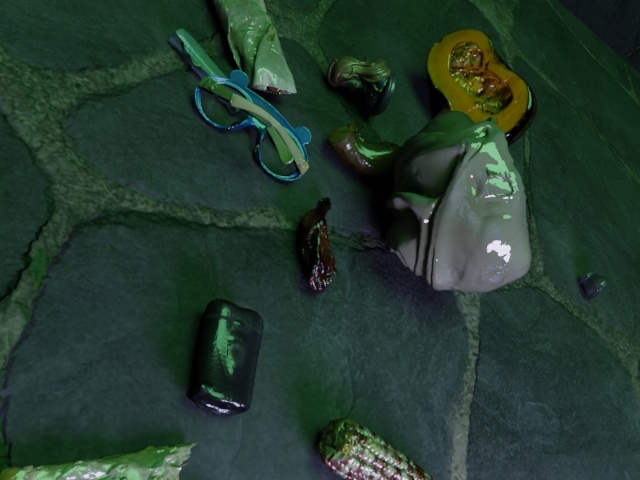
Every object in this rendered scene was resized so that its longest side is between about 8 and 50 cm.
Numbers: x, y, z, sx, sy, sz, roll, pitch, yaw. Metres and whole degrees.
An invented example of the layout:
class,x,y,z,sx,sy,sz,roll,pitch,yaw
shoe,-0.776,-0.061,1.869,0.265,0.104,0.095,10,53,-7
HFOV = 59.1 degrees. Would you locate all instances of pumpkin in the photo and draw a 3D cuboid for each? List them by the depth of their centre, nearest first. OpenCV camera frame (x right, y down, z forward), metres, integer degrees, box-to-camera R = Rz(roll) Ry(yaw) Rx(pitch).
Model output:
class,x,y,z,sx,sy,sz,roll,pitch,yaw
pumpkin,0.409,-0.359,1.473,0.325,0.242,0.232,64,15,20

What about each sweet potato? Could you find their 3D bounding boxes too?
class,x,y,z,sx,sy,sz,roll,pitch,yaw
sweet potato,0.139,-0.176,1.181,0.285,0.085,0.112,5,55,-38

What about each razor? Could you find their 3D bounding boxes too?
class,x,y,z,sx,sy,sz,roll,pitch,yaw
razor,-0.125,0.157,0.757,0.090,0.054,0.148,24,50,-26

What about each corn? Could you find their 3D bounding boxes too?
class,x,y,z,sx,sy,sz,roll,pitch,yaw
corn,0.098,0.339,0.814,0.237,0.079,0.080,40,44,-19

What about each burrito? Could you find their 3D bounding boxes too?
class,x,y,z,sx,sy,sz,roll,pitch,yaw
burrito,-0.153,-0.451,1.124,0.117,0.076,0.393,-4,66,-41

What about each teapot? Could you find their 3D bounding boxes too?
class,x,y,z,sx,sy,sz,roll,pitch,yaw
teapot,0.728,0.116,1.506,0.057,0.066,0.088,52,17,26

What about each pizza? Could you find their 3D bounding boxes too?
class,x,y,z,sx,sy,sz,roll,pitch,yaw
pizza,-0.212,0.304,0.601,0.261,0.034,0.181,-3,64,-41

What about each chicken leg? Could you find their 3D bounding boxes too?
class,x,y,z,sx,sy,sz,roll,pitch,yaw
chicken leg,-0.003,-0.002,0.973,0.093,0.053,0.205,37,47,-48

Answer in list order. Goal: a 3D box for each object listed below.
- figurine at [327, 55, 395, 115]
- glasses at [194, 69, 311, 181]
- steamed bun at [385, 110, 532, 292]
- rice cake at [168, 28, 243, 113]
class,x,y,z,sx,sy,sz,roll,pitch,yaw
figurine,0.096,-0.360,1.250,0.157,0.114,0.126,36,10,-9
glasses,-0.117,-0.183,0.937,0.239,0.102,0.207,41,16,-10
steamed bun,0.224,-0.061,1.043,0.219,0.310,0.325,-15,108,-8
rice cake,-0.204,-0.303,1.016,0.180,0.030,0.042,49,49,-3
